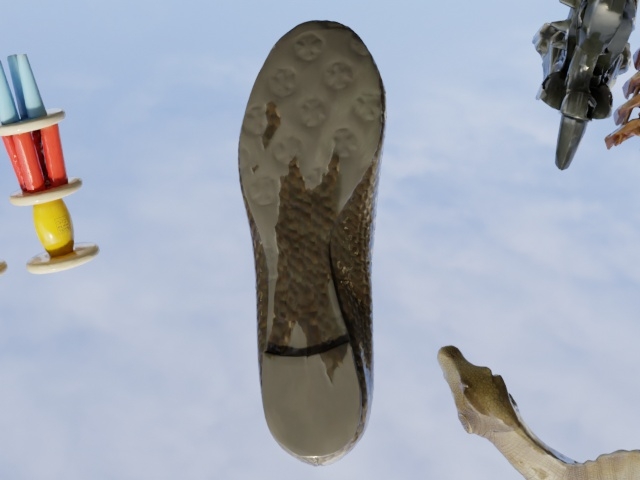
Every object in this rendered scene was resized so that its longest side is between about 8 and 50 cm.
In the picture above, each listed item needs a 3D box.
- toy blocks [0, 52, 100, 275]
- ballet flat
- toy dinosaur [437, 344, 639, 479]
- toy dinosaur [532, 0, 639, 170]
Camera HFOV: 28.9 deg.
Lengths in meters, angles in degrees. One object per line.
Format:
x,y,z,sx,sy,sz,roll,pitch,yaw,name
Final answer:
-0.229,-0.048,0.857,0.123,0.148,0.054,-10,-165,6,toy blocks
0.000,0.000,0.695,0.084,0.250,0.058,-4,168,10,ballet flat
0.112,0.092,0.373,0.183,0.093,0.053,19,-125,16,toy dinosaur
0.184,-0.137,0.565,0.322,0.218,0.164,-29,-123,-32,toy dinosaur
